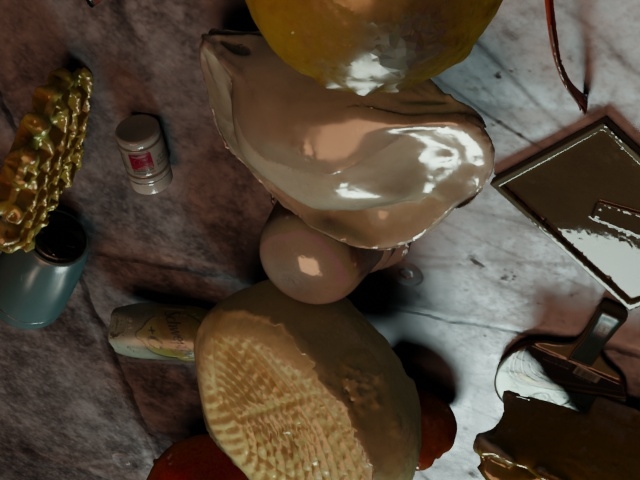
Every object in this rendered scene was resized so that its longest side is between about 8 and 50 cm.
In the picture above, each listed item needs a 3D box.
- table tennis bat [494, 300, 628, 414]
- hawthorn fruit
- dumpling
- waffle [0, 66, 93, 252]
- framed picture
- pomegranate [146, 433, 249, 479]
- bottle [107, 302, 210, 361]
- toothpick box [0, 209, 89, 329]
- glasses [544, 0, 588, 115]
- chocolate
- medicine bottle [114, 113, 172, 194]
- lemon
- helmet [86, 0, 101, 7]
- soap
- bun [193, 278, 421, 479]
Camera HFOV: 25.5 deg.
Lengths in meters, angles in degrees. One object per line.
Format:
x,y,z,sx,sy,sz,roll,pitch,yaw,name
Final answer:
0.331,0.168,1.850,0.173,0.022,0.301,23,144,1,table tennis bat
0.124,0.265,1.994,0.140,0.125,0.125,28,145,-25,hawthorn fruit
0.023,-0.109,1.566,0.341,0.181,0.260,3,133,7,dumpling
-0.358,-0.093,1.769,0.057,0.219,0.229,22,143,1,waffle
0.341,-0.025,1.621,0.250,0.016,0.184,39,140,-18,framed picture
-0.192,0.419,2.286,0.256,0.221,0.221,24,154,53,pomegranate
-0.172,0.135,2.047,0.269,0.083,0.083,2,137,15,bottle
-0.402,0.039,2.031,0.120,0.120,0.184,32,139,-8,toothpick box
0.329,-0.184,1.360,0.234,0.118,0.268,8,139,20,glasses
0.005,0.001,1.736,0.221,0.147,0.221,14,137,14,chocolate
-0.225,-0.110,1.804,0.058,0.058,0.091,10,140,19,medicine bottle
0.055,-0.292,1.272,0.285,0.285,0.316,7,107,22,lemon
-0.262,-0.310,1.599,0.084,0.049,0.065,57,173,2,helmet
0.353,0.365,1.937,0.304,0.169,0.339,17,144,12,soap
0.006,0.208,1.879,0.364,0.202,0.364,31,139,32,bun
